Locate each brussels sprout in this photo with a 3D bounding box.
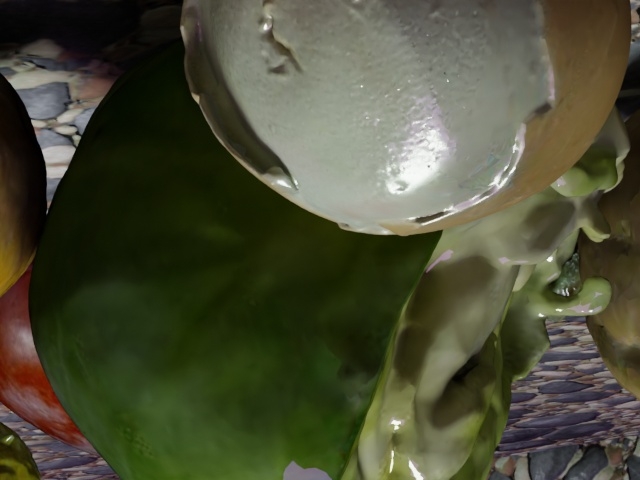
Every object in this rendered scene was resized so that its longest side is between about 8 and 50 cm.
[{"bbox_3d":[0.000,0.000,1.126,0.371,0.315,0.276,-40,158,-21],"label":"brussels sprout"}]

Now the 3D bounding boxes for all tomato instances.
[{"bbox_3d":[-0.171,0.119,1.696,0.290,0.176,0.335,-8,166,20],"label":"tomato"}]

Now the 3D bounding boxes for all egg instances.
[{"bbox_3d":[0.053,-0.107,0.934,0.201,0.201,0.244,-18,176,39],"label":"egg"}]

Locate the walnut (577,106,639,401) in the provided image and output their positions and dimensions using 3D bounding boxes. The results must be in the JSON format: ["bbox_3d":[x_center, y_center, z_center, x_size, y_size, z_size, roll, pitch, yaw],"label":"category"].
[{"bbox_3d":[0.337,0.017,1.312,0.333,0.333,0.333,-6,165,-1],"label":"walnut"}]

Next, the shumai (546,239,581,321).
[{"bbox_3d":[0.183,0.003,1.607,0.087,0.124,0.099,17,134,-8],"label":"shumai"}]

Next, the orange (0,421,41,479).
[{"bbox_3d":[-0.480,0.239,2.013,0.369,0.210,0.271,5,160,-32],"label":"orange"}]

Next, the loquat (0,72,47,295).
[{"bbox_3d":[-0.272,-0.028,1.110,0.238,0.193,0.238,0,162,0],"label":"loquat"}]
